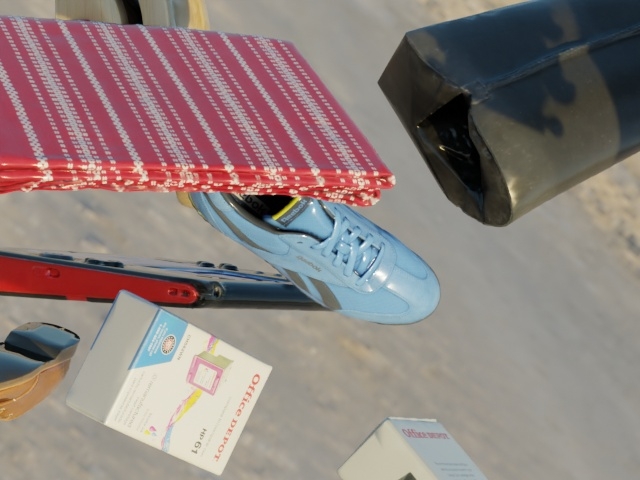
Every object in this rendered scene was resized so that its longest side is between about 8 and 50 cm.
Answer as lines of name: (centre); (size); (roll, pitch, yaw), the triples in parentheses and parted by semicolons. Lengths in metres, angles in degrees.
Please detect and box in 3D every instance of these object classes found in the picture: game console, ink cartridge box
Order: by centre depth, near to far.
ink cartridge box: (-0.103, 0.100, 1.212); (0.052, 0.088, 0.122); (20, -8, 44)
ink cartridge box: (0.114, 0.248, 1.568); (0.175, 0.072, 0.127); (49, 16, 24)
game console: (-0.169, 0.046, 2.006); (0.342, 0.060, 0.387); (2, -1, 32)

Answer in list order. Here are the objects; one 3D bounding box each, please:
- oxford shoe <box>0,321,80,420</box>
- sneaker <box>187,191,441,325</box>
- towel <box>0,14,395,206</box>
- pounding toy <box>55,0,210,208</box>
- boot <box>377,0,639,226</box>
oxford shoe: (-0.284, 0.130, 1.544); (0.076, 0.076, 0.212); (23, 14, 21)
sneaker: (0.000, 0.000, 1.234); (0.209, 0.069, 0.082); (32, -9, -13)
towel: (-0.110, -0.086, 1.121); (0.275, 0.031, 0.199); (1, 34, -28)
pounding toy: (-0.153, -0.144, 1.440); (0.155, 0.154, 0.269); (-6, 82, -68)
boot: (0.328, -0.112, 1.702); (0.445, 0.146, 0.367); (-18, 53, -36)
